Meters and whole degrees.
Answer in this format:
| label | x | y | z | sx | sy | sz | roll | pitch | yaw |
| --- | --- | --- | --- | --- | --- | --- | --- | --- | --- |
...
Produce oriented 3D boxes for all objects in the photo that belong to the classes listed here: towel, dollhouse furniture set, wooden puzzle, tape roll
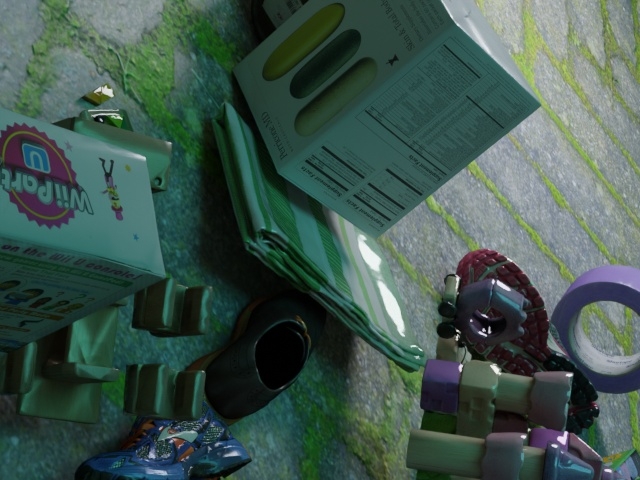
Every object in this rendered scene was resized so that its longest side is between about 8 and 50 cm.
| label | x | y | z | sx | sy | sz | roll | pitch | yaw |
| --- | --- | --- | --- | --- | --- | --- | --- | --- | --- |
| towel | 0.000 | 0.000 | 1.611 | 0.325 | 0.038 | 0.248 | 40 | 21 | -39 |
| dollhouse furniture set | -0.224 | 0.033 | 1.199 | 0.212 | 0.161 | 0.242 | 14 | 75 | -38 |
| wooden puzzle | -0.212 | -0.105 | 1.430 | 0.078 | 0.014 | 0.116 | -27 | 94 | -60 |
| tape roll | 0.458 | 0.138 | 2.172 | 0.189 | 0.189 | 0.080 | 63 | 30 | -6 |

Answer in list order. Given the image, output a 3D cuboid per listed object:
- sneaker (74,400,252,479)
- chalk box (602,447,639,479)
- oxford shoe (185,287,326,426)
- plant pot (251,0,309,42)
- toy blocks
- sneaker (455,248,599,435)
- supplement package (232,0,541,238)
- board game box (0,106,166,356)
| label | x | y | z | sx | sy | sz | roll | pitch | yaw |
| --- | --- | --- | --- | --- | --- | --- | --- | --- | --- |
| sneaker | -0.154 | 0.195 | 1.266 | 0.087 | 0.083 | 0.221 | 59 | 22 | 14 |
| chalk box | 0.373 | 0.366 | 1.848 | 0.132 | 0.213 | 0.132 | -15 | 82 | -60 |
| oxford shoe | -0.039 | 0.114 | 1.468 | 0.097 | 0.098 | 0.271 | 60 | 30 | -10 |
| plant pot | 0.026 | -0.310 | 1.799 | 0.230 | 0.215 | 0.215 | -22 | 89 | -46 |
| toy blocks | 0.241 | 0.244 | 1.573 | 0.309 | 0.260 | 0.288 | -71 | 164 | -52 |
| sneaker | 0.278 | 0.145 | 1.975 | 0.299 | 0.121 | 0.112 | 58 | 1 | -13 |
| supplement package | 0.075 | -0.183 | 1.651 | 0.198 | 0.263 | 0.199 | 33 | 24 | -45 |
| board game box | -0.290 | 0.018 | 0.919 | 0.224 | 0.303 | 0.097 | 18 | 55 | -54 |
